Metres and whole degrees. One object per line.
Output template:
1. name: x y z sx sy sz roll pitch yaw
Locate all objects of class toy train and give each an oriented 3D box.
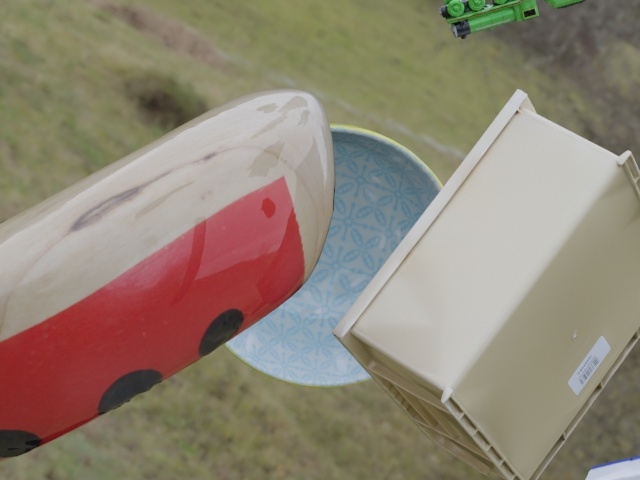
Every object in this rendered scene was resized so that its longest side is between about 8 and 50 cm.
1. toy train: 0.107 -0.131 0.877 0.017 0.083 0.024 -105 178 -71

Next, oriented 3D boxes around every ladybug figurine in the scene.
1. ladybug figurine: -0.168 0.035 1.236 0.162 0.449 0.305 62 -19 -6

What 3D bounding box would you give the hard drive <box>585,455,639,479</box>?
1. hard drive: 0.350 0.205 0.999 0.210 0.318 0.040 65 31 -10

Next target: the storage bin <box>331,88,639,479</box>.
1. storage bin: 0.178 0.058 1.402 0.123 0.262 0.260 31 -12 35

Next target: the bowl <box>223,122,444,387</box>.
1. bowl: 0.000 0.000 1.745 0.289 0.289 0.156 28 11 -11
